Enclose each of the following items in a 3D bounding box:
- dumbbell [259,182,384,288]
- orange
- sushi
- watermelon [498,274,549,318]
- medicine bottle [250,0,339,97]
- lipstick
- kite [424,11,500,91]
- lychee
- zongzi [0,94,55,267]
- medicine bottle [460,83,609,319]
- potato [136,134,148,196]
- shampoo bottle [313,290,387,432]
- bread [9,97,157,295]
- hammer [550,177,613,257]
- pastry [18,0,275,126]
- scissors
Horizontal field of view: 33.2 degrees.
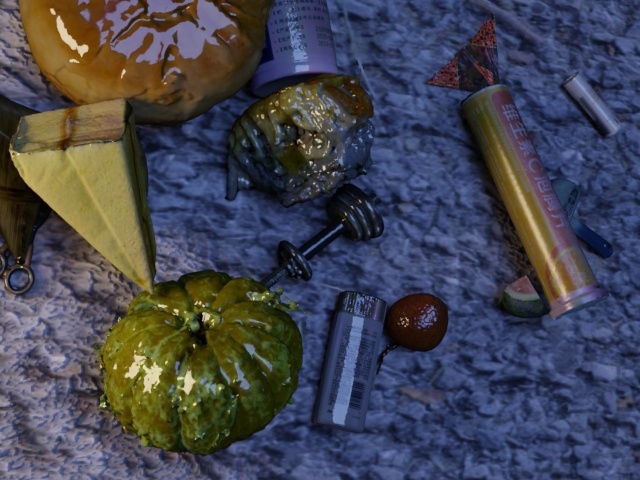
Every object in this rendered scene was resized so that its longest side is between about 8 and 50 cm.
[{"bbox_3d":[0.000,0.000,1.791,0.254,0.110,0.110,-37,96,-17],"label":"dumbbell"},{"bbox_3d":[-0.172,0.191,1.591,0.300,0.223,0.301,15,44,23],"label":"orange"},{"bbox_3d":[-0.034,-0.157,1.747,0.139,0.274,0.184,-31,99,-51],"label":"sushi"},{"bbox_3d":[0.370,0.102,1.926,0.092,0.084,0.072,20,83,3],"label":"watermelon"},{"bbox_3d":[-0.062,-0.380,1.799,0.152,0.152,0.253,-7,83,-23],"label":"medicine bottle"},{"bbox_3d":[0.527,-0.262,2.082,0.141,0.040,0.040,48,67,-9],"label":"lipstick"},{"bbox_3d":[0.299,-0.317,2.015,0.125,0.008,0.222,48,67,-8],"label":"kite"},{"bbox_3d":[0.154,0.146,1.829,0.114,0.140,0.101,-16,81,-62],"label":"lychee"},{"bbox_3d":[-0.502,-0.103,1.566,0.221,0.112,0.242,22,71,-41],"label":"zongzi"},{"bbox_3d":[0.371,-0.073,1.910,0.108,0.108,0.426,-17,76,-24],"label":"medicine bottle"},{"bbox_3d":[-0.322,-0.096,1.680,0.107,0.080,0.170,-5,91,-32],"label":"potato"},{"bbox_3d":[0.050,0.202,1.794,0.086,0.056,0.227,16,75,-17],"label":"shampoo bottle"},{"bbox_3d":[-0.334,-0.051,1.545,0.163,0.167,0.264,-8,114,-3],"label":"bread"},{"bbox_3d":[0.483,-0.027,2.015,0.194,0.069,0.116,34,69,-22],"label":"hammer"},{"bbox_3d":[-0.263,-0.372,1.657,0.410,0.245,0.409,1,86,-13],"label":"pastry"},{"bbox_3d":[-0.441,-0.024,1.654,0.088,0.017,0.220,29,71,-12],"label":"scissors"}]
